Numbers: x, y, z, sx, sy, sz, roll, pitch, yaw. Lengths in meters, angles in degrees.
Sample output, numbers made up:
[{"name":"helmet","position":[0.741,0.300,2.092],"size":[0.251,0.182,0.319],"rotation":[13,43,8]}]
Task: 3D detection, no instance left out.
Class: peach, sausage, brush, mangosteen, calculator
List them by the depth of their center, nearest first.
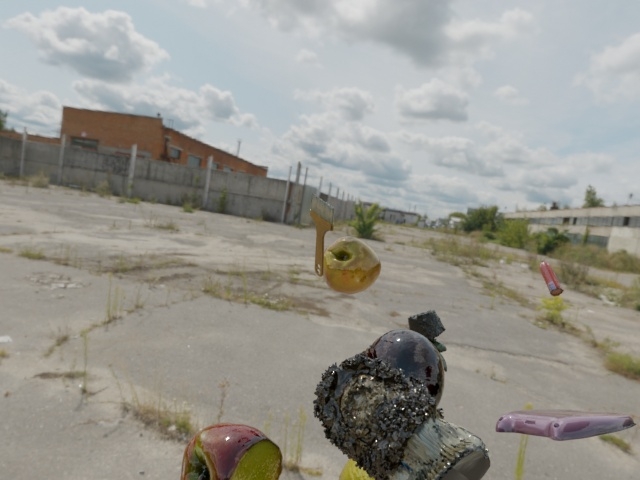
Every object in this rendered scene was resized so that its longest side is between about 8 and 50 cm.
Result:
[{"name":"calculator","position":[0.538,0.392,0.908],"size":[0.294,0.043,0.194],"rotation":[7,-19,-28]},{"name":"mangosteen","position":[0.169,0.330,1.039],"size":[0.261,0.236,0.235],"rotation":[19,2,-13]},{"name":"peach","position":[-0.222,0.598,1.083],"size":[0.245,0.249,0.274],"rotation":[33,-5,47]},{"name":"brush","position":[0.000,0.000,1.227],"size":[0.013,0.272,0.103],"rotation":[-23,43,-31]},{"name":"sausage","position":[0.837,0.132,1.523],"size":[0.048,0.146,0.050],"rotation":[-30,-49,28]},{"name":"peach","position":[0.160,0.134,2.079],"size":[0.288,0.289,0.308],"rotation":[11,-20,30]}]

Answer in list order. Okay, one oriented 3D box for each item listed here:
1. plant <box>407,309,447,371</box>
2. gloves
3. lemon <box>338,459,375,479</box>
[{"name":"plant","position":[0.493,0.451,1.856],"size":[0.146,0.275,0.149],"rotation":[-2,-21,-34]},{"name":"gloves","position":[0.119,0.334,0.742],"size":[0.135,0.210,0.312],"rotation":[28,10,-47]},{"name":"lemon","position":[0.181,0.729,1.202],"size":[0.257,0.310,0.258],"rotation":[33,33,-25]}]
